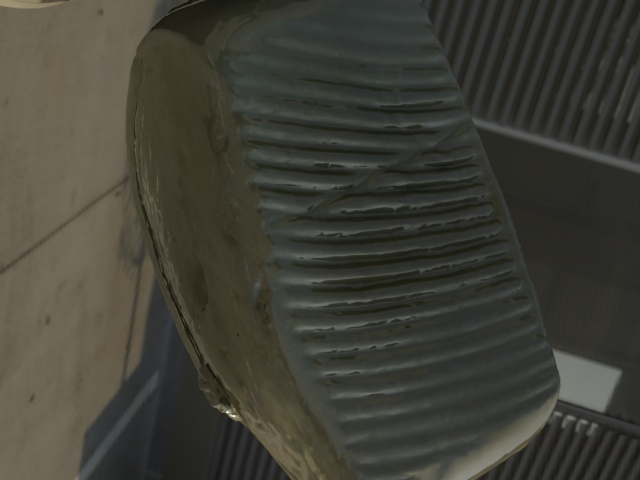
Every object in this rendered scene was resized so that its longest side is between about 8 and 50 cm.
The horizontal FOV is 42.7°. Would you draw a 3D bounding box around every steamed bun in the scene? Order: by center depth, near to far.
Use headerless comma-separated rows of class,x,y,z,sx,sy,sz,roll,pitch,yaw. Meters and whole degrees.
steamed bun,-0.001,0.004,0.624,0.247,0.383,0.236,-24,-174,-30

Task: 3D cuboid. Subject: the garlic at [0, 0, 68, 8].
garlic,-0.168,-0.299,0.563,0.322,0.322,0.241,-68,146,-45
